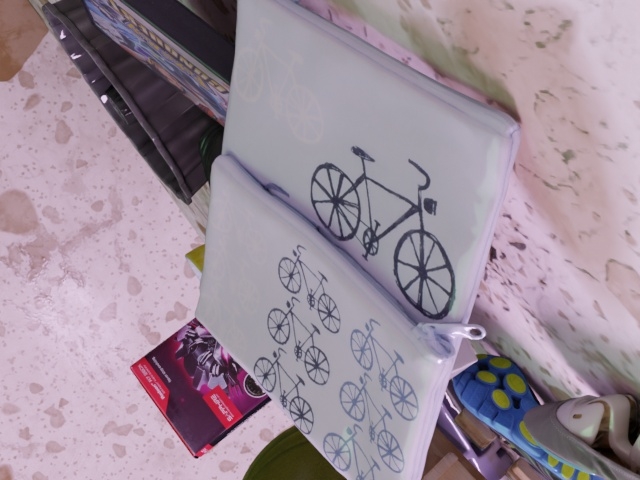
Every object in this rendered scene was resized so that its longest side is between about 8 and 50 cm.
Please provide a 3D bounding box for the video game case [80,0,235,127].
[{"bbox_3d":[-0.130,-0.179,0.879,0.275,0.035,0.248,37,175,-5],"label":"video game case"}]

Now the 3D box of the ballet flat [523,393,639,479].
[{"bbox_3d":[0.227,0.146,0.622,0.213,0.072,0.068,-148,50,-60],"label":"ballet flat"}]

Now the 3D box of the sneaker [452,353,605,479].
[{"bbox_3d":[0.194,0.179,0.816,0.188,0.067,0.078,41,158,37],"label":"sneaker"}]

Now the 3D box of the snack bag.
[{"bbox_3d":[0.000,0.000,0.672,0.323,0.037,0.342,41,131,41],"label":"snack bag"}]

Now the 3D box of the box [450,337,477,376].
[{"bbox_3d":[0.045,0.064,0.821,0.182,0.119,0.180,97,151,-74],"label":"box"}]

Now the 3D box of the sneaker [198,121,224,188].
[{"bbox_3d":[-0.086,-0.033,1.130,0.295,0.105,0.146,80,177,-47],"label":"sneaker"}]

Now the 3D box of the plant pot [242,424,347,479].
[{"bbox_3d":[0.024,0.442,1.081,0.366,0.366,0.353,52,-170,1],"label":"plant pot"}]

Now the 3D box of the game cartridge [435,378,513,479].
[{"bbox_3d":[0.101,0.146,1.141,0.355,0.068,0.230,57,164,-23],"label":"game cartridge"}]

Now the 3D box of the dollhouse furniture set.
[{"bbox_3d":[0.106,0.244,0.942,0.242,0.212,0.161,45,165,16],"label":"dollhouse furniture set"}]

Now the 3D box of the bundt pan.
[{"bbox_3d":[-0.233,-0.215,1.199,0.331,0.124,0.331,50,168,14],"label":"bundt pan"}]

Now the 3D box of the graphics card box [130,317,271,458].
[{"bbox_3d":[-0.177,0.245,1.799,0.232,0.371,0.094,51,170,14],"label":"graphics card box"}]

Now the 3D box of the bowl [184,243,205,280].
[{"bbox_3d":[-0.090,0.096,1.517,0.289,0.156,0.289,50,169,14],"label":"bowl"}]
